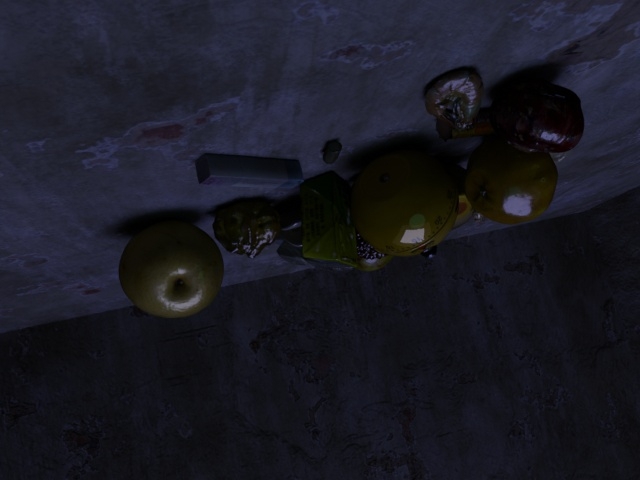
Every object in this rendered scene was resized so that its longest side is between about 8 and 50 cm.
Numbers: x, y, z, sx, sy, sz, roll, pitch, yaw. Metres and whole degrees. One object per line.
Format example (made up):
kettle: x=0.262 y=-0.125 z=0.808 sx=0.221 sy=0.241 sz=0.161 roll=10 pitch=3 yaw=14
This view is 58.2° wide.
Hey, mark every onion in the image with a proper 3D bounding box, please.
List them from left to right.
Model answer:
onion: x=0.565 y=-0.326 z=1.505 sx=0.247 sy=0.190 sz=0.246 roll=15 pitch=-176 yaw=-1

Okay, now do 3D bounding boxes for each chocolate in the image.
chocolate: x=0.032 y=-0.056 z=1.977 sx=0.137 sy=0.288 sz=0.301 roll=-5 pitch=171 yaw=16

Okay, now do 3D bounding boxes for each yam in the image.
yam: x=0.033 y=-0.250 z=1.625 sx=0.043 sy=0.043 sz=0.094 roll=-11 pitch=167 yaw=-11

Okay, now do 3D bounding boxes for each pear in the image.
pear: x=-0.503 y=0.095 z=1.945 sx=0.349 sy=0.347 sz=0.348 roll=-13 pitch=169 yaw=-3
pear: x=0.218 y=0.000 z=2.544 sx=0.284 sy=0.283 sz=0.283 roll=-13 pitch=169 yaw=-3

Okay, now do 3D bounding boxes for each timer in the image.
timer: x=0.286 y=-0.097 z=1.824 sx=0.377 sy=0.375 sz=0.387 roll=-19 pitch=145 yaw=26

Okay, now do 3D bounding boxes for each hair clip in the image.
hair clip: x=-0.102 y=-0.070 z=2.127 sx=0.173 sy=0.113 sz=0.282 roll=-20 pitch=-153 yaw=-6

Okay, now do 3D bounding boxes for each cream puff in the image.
cream puff: x=-0.256 y=-0.044 z=1.995 sx=0.244 sy=0.196 sz=0.244 roll=-25 pitch=146 yaw=-18

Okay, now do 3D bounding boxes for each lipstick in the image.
lipstick: x=-0.189 y=-0.189 z=1.592 sx=0.318 sy=0.068 sz=0.066 roll=-2 pitch=164 yaw=-43

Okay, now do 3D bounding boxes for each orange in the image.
orange: x=0.557 y=-0.179 z=1.712 sx=0.235 sy=0.279 sz=0.279 roll=-34 pitch=180 yaw=-29

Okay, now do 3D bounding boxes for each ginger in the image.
ginger: x=0.584 y=-0.136 z=1.974 sx=0.259 sy=0.065 sz=0.149 roll=-16 pitch=140 yaw=-56

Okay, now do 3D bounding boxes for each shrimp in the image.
shrimp: x=0.343 y=-0.339 z=1.451 sx=0.146 sy=0.061 sz=0.267 roll=-18 pitch=160 yaw=14

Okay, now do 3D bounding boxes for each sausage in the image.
sausage: x=0.511 y=-0.340 z=1.662 sx=0.372 sy=0.082 sz=0.082 roll=-10 pitch=168 yaw=-21

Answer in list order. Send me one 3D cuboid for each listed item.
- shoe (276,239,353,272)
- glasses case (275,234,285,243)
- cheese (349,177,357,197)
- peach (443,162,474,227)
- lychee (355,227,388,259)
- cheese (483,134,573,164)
shoe: x=0.000 y=0.000 z=2.223 sx=0.342 sy=0.210 sz=0.132 roll=11 pitch=165 yaw=33
glasses case: x=-0.121 y=-0.016 z=2.494 sx=0.129 sy=0.083 sz=0.308 roll=-10 pitch=170 yaw=12
cheese: x=0.192 y=-0.139 z=2.000 sx=0.176 sy=0.202 sz=0.091 roll=-18 pitch=-162 yaw=-10
peach: x=0.425 y=-0.144 z=2.073 sx=0.293 sy=0.247 sz=0.292 roll=-8 pitch=141 yaw=-7
lychee: x=0.219 y=-0.058 z=2.236 sx=0.268 sy=0.267 sz=0.267 roll=-13 pitch=169 yaw=-3
cheese: x=0.626 y=-0.285 z=1.952 sx=0.329 sy=0.129 sz=0.351 roll=3 pitch=160 yaw=-41
